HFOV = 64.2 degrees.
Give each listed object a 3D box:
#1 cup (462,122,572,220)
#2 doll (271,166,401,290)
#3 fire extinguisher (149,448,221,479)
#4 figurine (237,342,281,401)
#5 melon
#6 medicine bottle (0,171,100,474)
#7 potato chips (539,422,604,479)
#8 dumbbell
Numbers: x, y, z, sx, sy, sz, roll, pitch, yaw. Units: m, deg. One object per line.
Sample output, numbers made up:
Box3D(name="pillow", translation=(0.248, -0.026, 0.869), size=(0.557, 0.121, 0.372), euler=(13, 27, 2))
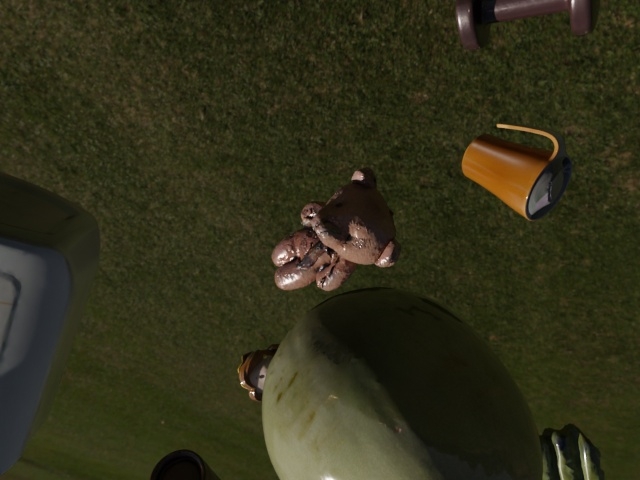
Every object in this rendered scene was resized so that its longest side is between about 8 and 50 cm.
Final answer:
Box3D(name="cup", translation=(0.516, -0.198, 1.338), size=(0.182, 0.264, 0.226), euler=(-18, 129, -32))
Box3D(name="doll", translation=(0.000, 0.000, 1.000), size=(0.303, 0.201, 0.156), euler=(-29, 158, 27))
Box3D(name="fire extinguisher", translation=(-0.217, 0.519, 0.972), size=(0.102, 0.138, 0.344), euler=(-20, 140, -10))
Box3D(name="figurine", translation=(-0.112, 0.350, 1.401), size=(0.263, 0.189, 0.142), euler=(-20, 105, 20))
Box3D(name="melon", translation=(0.073, 0.180, 0.530), size=(0.308, 0.272, 0.272), euler=(13, 155, 40))
Box3D(name="medicine bottle", translation=(-0.324, 0.102, 0.446), size=(0.179, 0.124, 0.324), euler=(21, 106, -12))
Box3D(name="potato chips", translation=(0.358, 0.526, 1.050), size=(0.373, 0.097, 0.389), euler=(16, 104, -1))
Box3D(name="dumbbell", translation=(0.354, -0.412, 0.877), size=(0.225, 0.140, 0.124), euler=(5, 167, 32))
